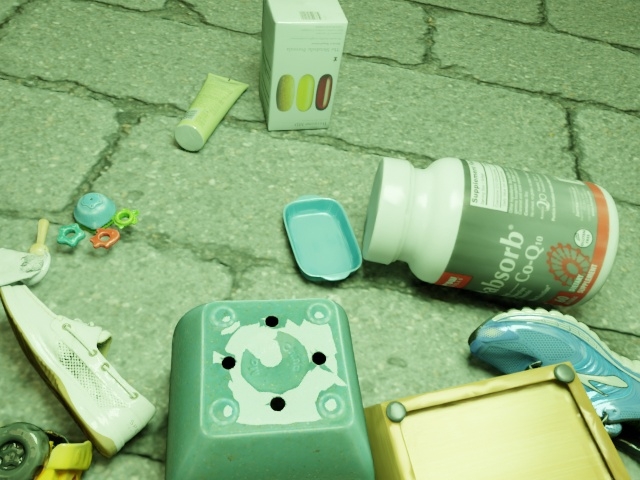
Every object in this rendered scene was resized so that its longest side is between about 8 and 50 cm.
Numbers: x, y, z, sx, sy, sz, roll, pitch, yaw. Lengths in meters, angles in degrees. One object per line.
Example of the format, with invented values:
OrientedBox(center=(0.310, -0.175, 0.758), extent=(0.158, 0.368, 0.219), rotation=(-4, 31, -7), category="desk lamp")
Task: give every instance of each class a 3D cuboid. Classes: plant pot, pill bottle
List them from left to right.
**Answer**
OrientedBox(center=(-0.064, 0.194, 0.637), extent=(0.247, 0.252, 0.248), rotation=(-1, 51, -10), category="plant pot")
OrientedBox(center=(0.262, -0.020, 0.894), extent=(0.362, 0.210, 0.210), rotation=(10, 51, -1), category="pill bottle")

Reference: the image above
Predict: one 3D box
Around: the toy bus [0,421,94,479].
OrientedBox(center=(-0.377, 0.302, 0.576), extent=(0.220, 0.149, 0.211), rotation=(5, 64, -9), category="toy bus")

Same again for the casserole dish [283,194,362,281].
OrientedBox(center=(0.000, 0.000, 0.942), extent=(0.114, 0.037, 0.188), rotation=(-8, 54, -16), category="casserole dish")

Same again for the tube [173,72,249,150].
OrientedBox(center=(-0.224, -0.273, 1.113), extent=(0.070, 0.062, 0.240), rotation=(47, 38, -28), category="tube")

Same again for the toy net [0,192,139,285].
OrientedBox(center=(-0.403, 0.010, 0.860), extent=(0.122, 0.045, 0.232), rotation=(32, 55, 13), category="toy net")

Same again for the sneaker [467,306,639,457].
OrientedBox(center=(0.369, 0.213, 0.778), extent=(0.330, 0.130, 0.147), rotation=(24, 49, 9), category="sneaker")

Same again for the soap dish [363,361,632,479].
OrientedBox(center=(0.208, 0.270, 0.638), extent=(0.290, 0.118, 0.229), rotation=(-11, 54, -4), category="soap dish")

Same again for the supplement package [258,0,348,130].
OrientedBox(center=(-0.043, -0.356, 1.086), extent=(0.139, 0.244, 0.134), rotation=(-6, 52, -13), category="supplement package")

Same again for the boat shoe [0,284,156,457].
OrientedBox(center=(-0.324, 0.154, 0.728), extent=(0.096, 0.098, 0.277), rotation=(-35, 72, -34), category="boat shoe")
